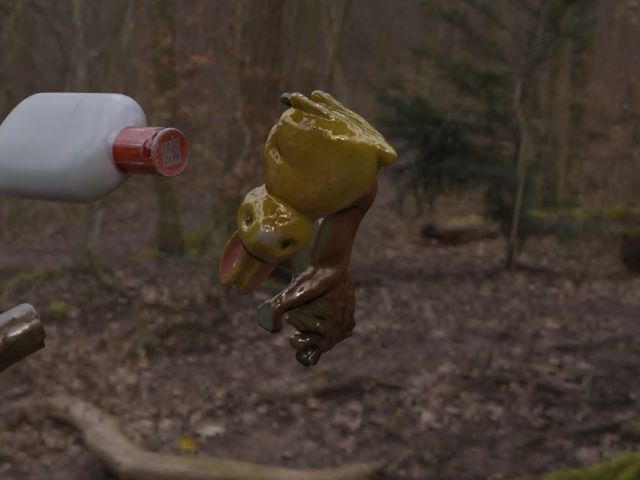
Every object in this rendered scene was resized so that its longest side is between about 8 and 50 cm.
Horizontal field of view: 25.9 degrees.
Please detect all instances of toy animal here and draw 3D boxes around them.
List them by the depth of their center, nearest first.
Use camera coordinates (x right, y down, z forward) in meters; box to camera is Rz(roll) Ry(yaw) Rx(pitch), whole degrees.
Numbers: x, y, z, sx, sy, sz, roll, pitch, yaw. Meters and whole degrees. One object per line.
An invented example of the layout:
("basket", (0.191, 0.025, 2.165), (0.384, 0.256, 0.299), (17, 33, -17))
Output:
("toy animal", (-0.020, -0.021, 0.977), (0.083, 0.159, 0.070), (38, 17, 11))
("toy animal", (0.000, 0.000, 1.582), (0.157, 0.312, 0.097), (3, 17, -43))

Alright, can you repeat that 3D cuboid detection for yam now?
("yam", (-0.331, 0.125, 1.061), (0.264, 0.046, 0.046), (-30, 14, -23))

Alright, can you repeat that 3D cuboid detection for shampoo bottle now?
("shampoo bottle", (-0.201, -0.080, 1.201), (0.220, 0.108, 0.051), (6, -29, 43))
